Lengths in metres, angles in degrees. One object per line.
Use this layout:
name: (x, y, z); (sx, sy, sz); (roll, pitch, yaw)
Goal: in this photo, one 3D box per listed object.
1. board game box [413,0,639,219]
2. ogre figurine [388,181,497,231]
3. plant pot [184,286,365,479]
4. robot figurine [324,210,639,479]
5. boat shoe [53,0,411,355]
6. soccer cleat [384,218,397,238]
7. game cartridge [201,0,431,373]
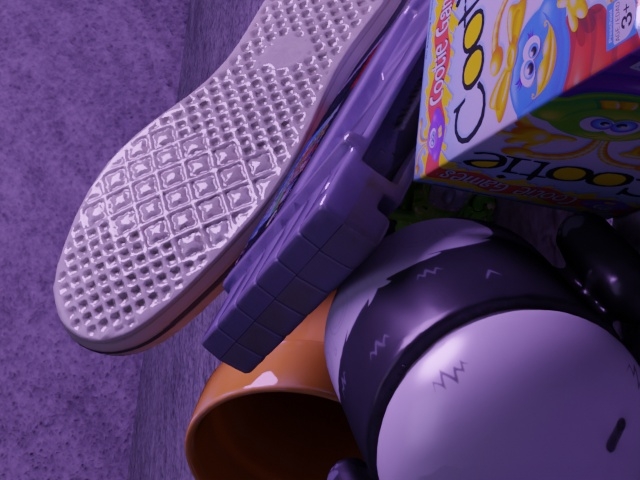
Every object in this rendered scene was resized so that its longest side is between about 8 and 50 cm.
board game box: (0.170, -0.115, 0.704); (0.275, 0.142, 0.144); (148, 130, -70)
ogre figurine: (0.099, -0.062, 1.030); (0.197, 0.097, 0.118); (-16, 53, 61)
plant pot: (0.005, 0.128, 1.102); (0.188, 0.205, 0.205); (-74, 6, -47)
robot figurine: (0.100, 0.091, 0.793); (0.278, 0.173, 0.209); (-118, 31, -67)
boat shoe: (-0.053, -0.079, 1.182); (0.500, 0.187, 0.156); (-55, -32, -26)
soccer cleat: (0.000, 0.000, 1.355); (0.318, 0.108, 0.116); (-46, 20, 61)
game cartridge: (0.036, -0.082, 0.955); (0.230, 0.068, 0.355); (-41, 16, 51)
